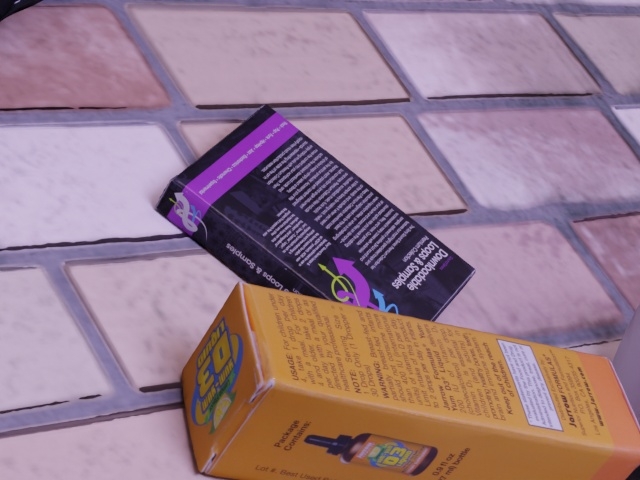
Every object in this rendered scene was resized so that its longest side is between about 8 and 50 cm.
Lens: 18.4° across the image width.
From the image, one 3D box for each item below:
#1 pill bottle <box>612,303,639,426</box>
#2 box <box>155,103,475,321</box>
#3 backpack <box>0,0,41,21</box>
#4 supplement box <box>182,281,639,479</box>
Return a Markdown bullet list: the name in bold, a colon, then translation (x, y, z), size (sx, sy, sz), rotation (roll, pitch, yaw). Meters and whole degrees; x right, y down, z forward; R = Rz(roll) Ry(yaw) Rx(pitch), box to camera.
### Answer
- **pill bottle**: translation (0.318, 0.116, 1.130), size (0.283, 0.161, 0.161), rotation (27, 36, -11)
- **box**: translation (0.000, 0.000, 1.127), size (0.162, 0.029, 0.116), rotation (38, 36, 7)
- **backpack**: translation (-0.182, -0.240, 1.063), size (0.213, 0.263, 0.276), rotation (33, 31, 7)
- **supplement box**: translation (0.049, 0.089, 1.021), size (0.233, 0.078, 0.080), rotation (12, 41, -29)
